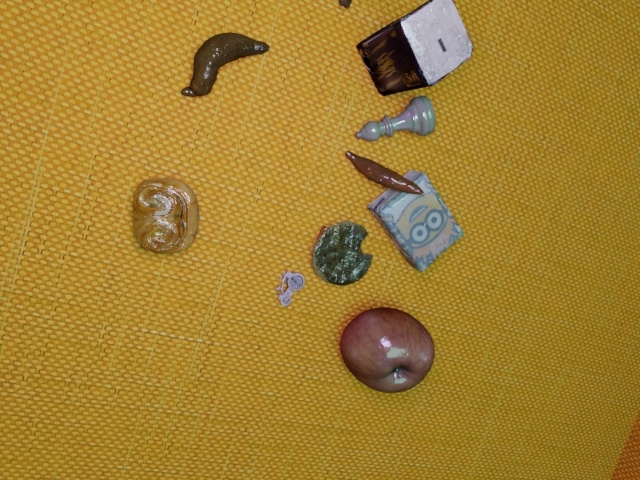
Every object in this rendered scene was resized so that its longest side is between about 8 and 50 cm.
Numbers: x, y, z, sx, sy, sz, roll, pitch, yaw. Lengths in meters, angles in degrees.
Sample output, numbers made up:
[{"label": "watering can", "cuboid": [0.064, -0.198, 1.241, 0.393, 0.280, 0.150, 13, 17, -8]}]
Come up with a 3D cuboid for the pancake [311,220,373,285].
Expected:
[{"label": "pancake", "cuboid": [0.080, 0.049, 1.640, 0.253, 0.037, 0.254, -7, 107, -23]}]

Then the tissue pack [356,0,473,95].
[{"label": "tissue pack", "cuboid": [0.288, -0.595, 1.404, 0.198, 0.370, 0.210, -31, 108, -7]}]

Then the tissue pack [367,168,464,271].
[{"label": "tissue pack", "cuboid": [0.354, -0.071, 1.664, 0.228, 0.128, 0.311, -40, 111, -5]}]

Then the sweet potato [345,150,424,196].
[{"label": "sweet potato", "cuboid": [0.218, -0.221, 1.565, 0.314, 0.066, 0.072, 33, 94, 18]}]

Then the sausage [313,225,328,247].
[{"label": "sausage", "cuboid": [0.000, 0.000, 1.624, 0.031, 0.031, 0.107, 24, 94, -20]}]

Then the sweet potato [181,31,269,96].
[{"label": "sweet potato", "cuboid": [-0.311, -0.556, 1.381, 0.310, 0.098, 0.124, -40, 130, -7]}]

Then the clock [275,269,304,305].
[{"label": "clock", "cuboid": [-0.115, 0.170, 1.620, 0.087, 0.041, 0.129, 32, 86, -24]}]

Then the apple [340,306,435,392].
[{"label": "apple", "cuboid": [0.252, 0.409, 1.659, 0.344, 0.269, 0.345, -4, 104, -16]}]

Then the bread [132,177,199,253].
[{"label": "bread", "cuboid": [-0.484, -0.077, 1.417, 0.198, 0.120, 0.236, 0, 102, -15]}]

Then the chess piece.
[{"label": "chess piece", "cuboid": [0.252, -0.406, 1.577, 0.271, 0.139, 0.139, -16, 106, 0]}]

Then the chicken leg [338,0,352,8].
[{"label": "chicken leg", "cuboid": [0.088, -0.842, 1.427, 0.084, 0.069, 0.198, -2, 129, -8]}]
